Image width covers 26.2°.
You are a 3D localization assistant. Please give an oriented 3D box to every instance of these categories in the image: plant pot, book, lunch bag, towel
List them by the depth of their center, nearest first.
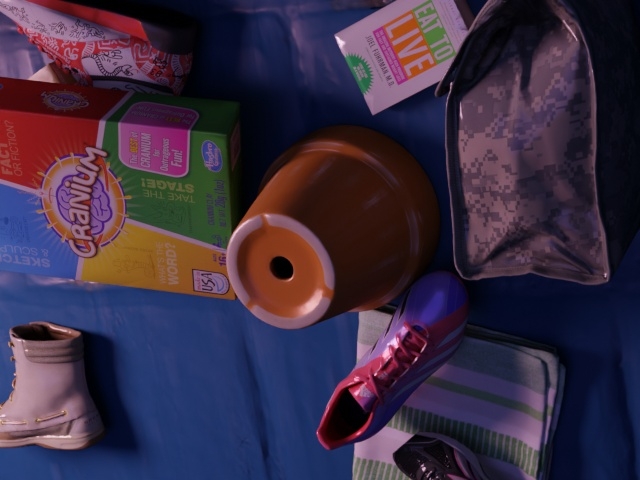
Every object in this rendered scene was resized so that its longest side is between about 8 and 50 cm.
[{"bbox_3d":[0.215,-0.131,1.274,0.169,0.235,0.287,2,111,25],"label":"lunch bag"},{"bbox_3d":[0.095,-0.204,1.432,0.144,0.035,0.096,-25,94,34],"label":"book"},{"bbox_3d":[0.000,0.000,1.467,0.205,0.188,0.205,10,114,23],"label":"plant pot"},{"bbox_3d":[0.148,0.244,1.583,0.248,0.038,0.325,13,116,23],"label":"towel"}]

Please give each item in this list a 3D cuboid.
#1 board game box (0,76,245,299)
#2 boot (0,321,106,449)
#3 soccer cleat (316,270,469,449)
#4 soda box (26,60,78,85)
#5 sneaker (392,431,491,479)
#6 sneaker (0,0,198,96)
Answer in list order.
[{"bbox_3d":[-0.245,-0.058,1.563,0.316,0.064,0.242,6,130,9],"label":"board game box"},{"bbox_3d":[-0.393,0.189,1.817,0.213,0.077,0.165,0,111,22],"label":"boot"},{"bbox_3d":[0.079,0.137,1.504,0.083,0.095,0.248,41,123,10],"label":"soccer cleat"},{"bbox_3d":[-0.278,-0.126,1.637,0.061,0.058,0.181,-28,96,32],"label":"soda box"},{"bbox_3d":[0.155,0.283,1.528,0.178,0.077,0.072,32,120,15],"label":"sneaker"},{"bbox_3d":[-0.280,-0.212,1.557,0.270,0.090,0.145,17,115,3],"label":"sneaker"}]
